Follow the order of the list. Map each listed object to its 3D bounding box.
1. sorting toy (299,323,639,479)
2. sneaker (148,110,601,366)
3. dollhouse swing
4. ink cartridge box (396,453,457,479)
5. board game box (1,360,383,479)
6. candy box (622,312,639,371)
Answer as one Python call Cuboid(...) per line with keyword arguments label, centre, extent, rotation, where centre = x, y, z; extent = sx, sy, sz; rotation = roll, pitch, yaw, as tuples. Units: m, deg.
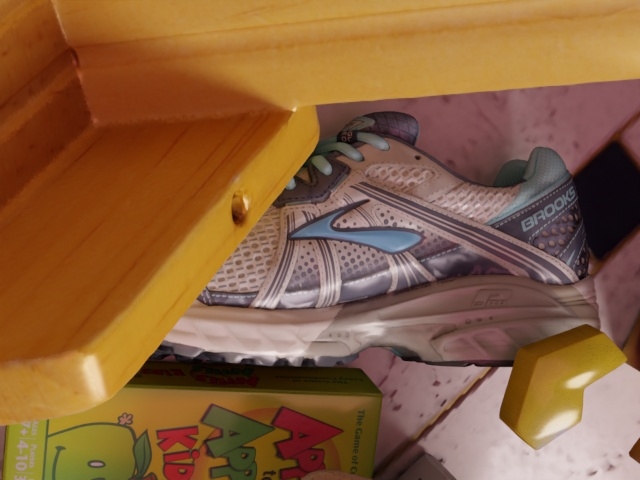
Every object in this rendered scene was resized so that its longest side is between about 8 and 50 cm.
Cuboid(label="sorting toy", centre=(0.083, 0.182, 0.589), extent=(0.229, 0.041, 0.307), rotation=(17, 96, -19))
Cuboid(label="sneaker", centre=(0.000, 0.000, 0.626), extent=(0.283, 0.110, 0.122), rotation=(2, 85, -20))
Cuboid(label="dollhouse swing", centre=(-0.038, -0.126, 0.408), extent=(0.305, 0.315, 0.347), rotation=(6, 127, 25))
Cuboid(label="ink cartridge box", centre=(0.033, 0.284, 0.678), extent=(0.273, 0.114, 0.197), rotation=(-43, 110, -3))
Cuboid(label="board game box", centre=(-0.066, 0.110, 0.643), extent=(0.181, 0.043, 0.092), rotation=(4, 101, -14))
Cuboid(label="candy box", centre=(0.233, 0.045, 0.643), extent=(0.053, 0.187, 0.109), rotation=(21, 96, -20))
